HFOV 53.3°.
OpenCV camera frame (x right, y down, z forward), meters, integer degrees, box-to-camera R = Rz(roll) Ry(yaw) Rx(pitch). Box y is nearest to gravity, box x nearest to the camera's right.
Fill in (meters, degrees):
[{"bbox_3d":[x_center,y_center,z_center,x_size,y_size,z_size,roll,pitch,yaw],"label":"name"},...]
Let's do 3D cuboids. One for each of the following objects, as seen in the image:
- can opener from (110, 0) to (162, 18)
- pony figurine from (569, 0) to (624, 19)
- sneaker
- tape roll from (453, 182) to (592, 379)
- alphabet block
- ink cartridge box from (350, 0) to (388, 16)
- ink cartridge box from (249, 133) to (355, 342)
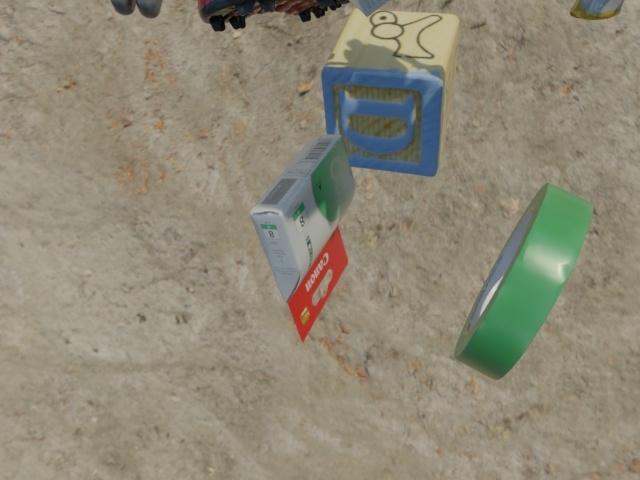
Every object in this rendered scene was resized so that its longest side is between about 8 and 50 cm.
[{"bbox_3d":[-0.244,-0.446,0.963,0.075,0.284,0.095,7,161,2],"label":"can opener"},{"bbox_3d":[0.300,-0.323,0.416,0.302,0.351,0.364,-14,119,-9],"label":"pony figurine"},{"bbox_3d":[-0.044,-0.341,0.784,0.097,0.276,0.135,-8,101,46],"label":"sneaker"},{"bbox_3d":[0.321,0.066,1.030,0.077,0.321,0.321,27,119,10],"label":"tape roll"},{"bbox_3d":[0.120,-0.248,1.059,0.192,0.197,0.193,10,138,13],"label":"alphabet block"},{"bbox_3d":[0.088,-0.329,0.611,0.198,0.067,0.115,-37,141,6],"label":"ink cartridge box"},{"bbox_3d":[0.000,0.000,0.854,0.056,0.181,0.225,2,129,30],"label":"ink cartridge box"}]
